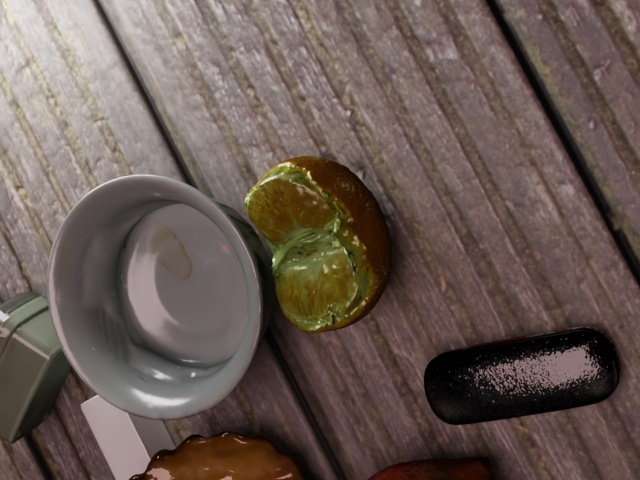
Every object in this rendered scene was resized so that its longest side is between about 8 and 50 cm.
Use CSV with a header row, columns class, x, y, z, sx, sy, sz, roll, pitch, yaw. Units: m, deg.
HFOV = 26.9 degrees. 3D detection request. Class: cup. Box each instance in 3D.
class,x,y,z,sx,sy,sz,roll,pitch,yaw
cup,-0.204,0.069,1.918,0.347,0.163,0.347,4,101,24

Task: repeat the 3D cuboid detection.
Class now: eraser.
class,x,y,z,sx,sy,sz,roll,pitch,yaw
eraser,-0.255,0.360,2.035,0.078,0.076,0.298,-29,86,25

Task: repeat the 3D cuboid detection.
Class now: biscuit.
class,x,y,z,sx,sy,sz,roll,pitch,yaw
biscuit,-0.142,0.438,1.930,0.325,0.107,0.326,1,84,-6

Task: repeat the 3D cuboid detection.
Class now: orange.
class,x,y,z,sx,sy,sz,roll,pitch,yaw
orange,0.004,0.001,1.815,0.179,0.158,0.237,-24,87,38

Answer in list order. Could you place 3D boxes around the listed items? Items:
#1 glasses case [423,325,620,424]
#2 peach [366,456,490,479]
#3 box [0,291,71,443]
class,x,y,z,sx,sy,sz,roll,pitch,yaw
glasses case,0.264,0.181,1.775,0.266,0.067,0.103,-12,94,25
peach,0.140,0.390,1.784,0.232,0.232,0.257,31,89,17
box,-0.469,0.198,2.072,0.129,0.148,0.210,33,112,8
